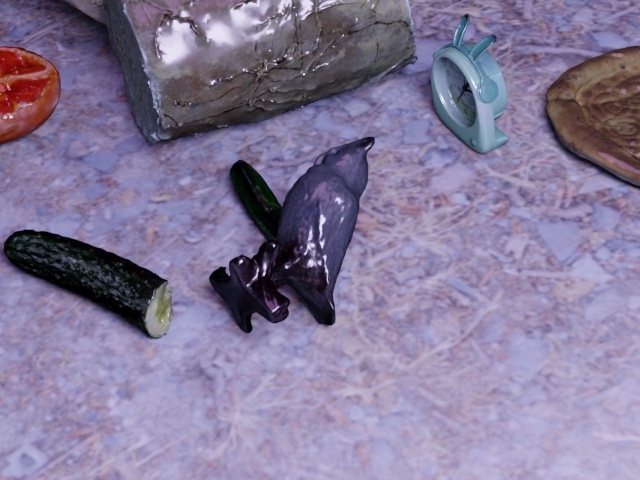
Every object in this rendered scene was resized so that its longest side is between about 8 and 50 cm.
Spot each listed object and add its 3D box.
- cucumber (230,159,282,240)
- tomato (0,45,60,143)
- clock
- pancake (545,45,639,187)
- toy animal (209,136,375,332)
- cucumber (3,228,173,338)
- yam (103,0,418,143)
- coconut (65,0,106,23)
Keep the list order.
[{"bbox_3d":[-0.050,-0.026,1.185,0.036,0.033,0.184,-40,53,0],"label":"cucumber"},{"bbox_3d":[-0.373,-0.154,1.339,0.155,0.069,0.155,-3,42,3],"label":"tomato"},{"bbox_3d":[0.157,-0.164,1.221,0.041,0.135,0.101,-25,48,-16],"label":"clock"},{"bbox_3d":[0.369,-0.136,1.233,0.250,0.031,0.250,-4,44,4],"label":"pancake"},{"bbox_3d":[0.004,-0.001,1.082,0.117,0.121,0.210,42,72,1],"label":"toy animal"},{"bbox_3d":[-0.231,0.032,1.145,0.215,0.052,0.058,21,80,29],"label":"cucumber"},{"bbox_3d":[-0.060,-0.250,1.281,0.348,0.241,0.241,-23,46,-9],"label":"yam"},{"bbox_3d":[-0.259,-0.398,1.450,0.245,0.245,0.247,-35,49,-24],"label":"coconut"}]
